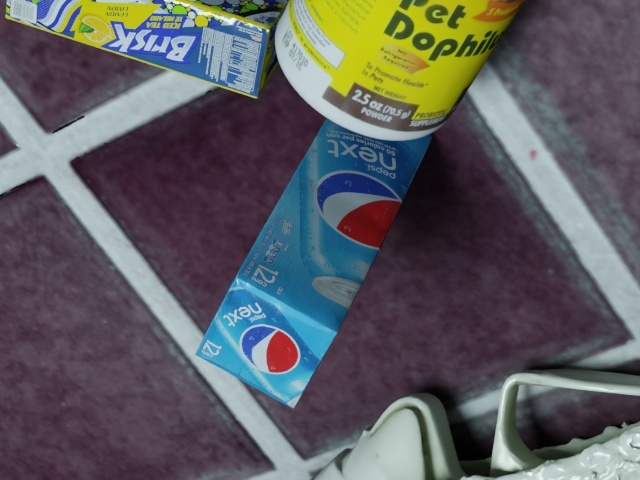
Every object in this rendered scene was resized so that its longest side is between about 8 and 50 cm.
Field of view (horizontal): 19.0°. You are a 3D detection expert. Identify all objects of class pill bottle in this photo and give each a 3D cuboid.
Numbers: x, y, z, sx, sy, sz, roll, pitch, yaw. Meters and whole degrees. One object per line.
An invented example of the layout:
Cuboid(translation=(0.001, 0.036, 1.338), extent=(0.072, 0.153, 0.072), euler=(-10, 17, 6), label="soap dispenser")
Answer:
Cuboid(translation=(0.065, -0.165, 1.061), extent=(0.117, 0.117, 0.215), euler=(29, 129, -2), label="pill bottle")

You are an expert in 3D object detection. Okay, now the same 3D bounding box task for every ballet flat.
Cuboid(translation=(0.120, 0.157, 1.291), extent=(0.409, 0.147, 0.147), euler=(-11, 120, 24), label="ballet flat")

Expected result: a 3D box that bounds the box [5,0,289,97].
Cuboid(translation=(-0.105, -0.146, 1.176), extent=(0.169, 0.059, 0.054), euler=(19, 128, 7), label="box")

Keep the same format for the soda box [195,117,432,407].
Cuboid(translation=(0.000, 0.000, 1.146), extent=(0.067, 0.210, 0.071), euler=(28, 130, -1), label="soda box")
